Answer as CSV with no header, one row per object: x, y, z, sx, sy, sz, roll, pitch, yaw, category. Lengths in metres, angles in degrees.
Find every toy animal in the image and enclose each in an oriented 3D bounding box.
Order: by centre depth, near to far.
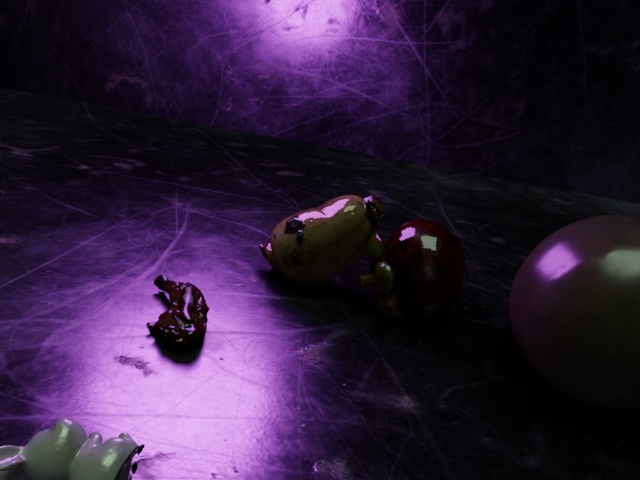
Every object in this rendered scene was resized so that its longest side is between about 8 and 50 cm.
-0.243,0.216,0.544,0.124,0.071,0.085,21,40,4,toy animal

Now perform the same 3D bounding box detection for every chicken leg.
-0.221,0.104,0.888,0.093,0.053,0.205,-8,20,-8,chicken leg

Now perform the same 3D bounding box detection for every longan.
0.457,0.110,0.875,0.319,0.319,0.319,9,20,-3,longan

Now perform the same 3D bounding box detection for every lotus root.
0.000,0.000,1.069,0.154,0.257,0.140,37,28,-52,lotus root

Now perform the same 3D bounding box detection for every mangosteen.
0.164,0.055,1.027,0.200,0.200,0.200,9,20,-3,mangosteen
